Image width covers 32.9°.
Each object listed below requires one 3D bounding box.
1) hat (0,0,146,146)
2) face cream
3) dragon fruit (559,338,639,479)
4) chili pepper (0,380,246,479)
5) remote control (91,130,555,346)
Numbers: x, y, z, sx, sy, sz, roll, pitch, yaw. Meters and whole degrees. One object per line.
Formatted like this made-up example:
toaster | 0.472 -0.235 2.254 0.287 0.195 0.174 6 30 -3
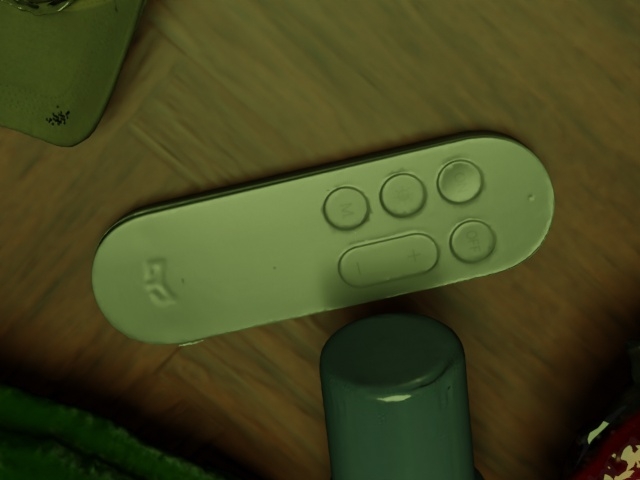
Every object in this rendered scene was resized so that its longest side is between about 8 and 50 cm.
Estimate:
hat | -0.146 -0.130 0.512 0.147 0.085 0.175 16 130 -16
face cream | 0.054 0.217 0.594 0.136 0.086 0.385 -10 119 -5
dragon fruit | 0.269 0.135 0.563 0.344 0.100 0.282 -18 107 14
chili pepper | -0.181 0.182 0.551 0.385 0.167 0.213 22 104 -5
remote control | 0.000 0.000 0.567 0.245 0.022 0.077 -13 105 4
